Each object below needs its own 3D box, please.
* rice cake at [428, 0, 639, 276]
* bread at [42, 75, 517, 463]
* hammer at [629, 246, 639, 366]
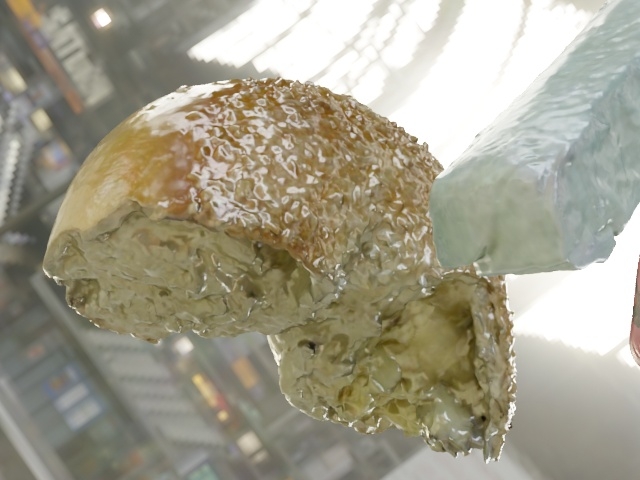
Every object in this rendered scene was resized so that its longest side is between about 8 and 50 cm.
[{"bbox_3d":[0.126,-0.055,0.764,0.069,0.206,0.063,-6,-60,48],"label":"rice cake"},{"bbox_3d":[0.004,-0.002,1.107,0.314,0.192,0.171,31,-40,-18],"label":"bread"},{"bbox_3d":[0.125,0.006,0.585,0.043,0.083,0.043,11,-16,3],"label":"hammer"}]
